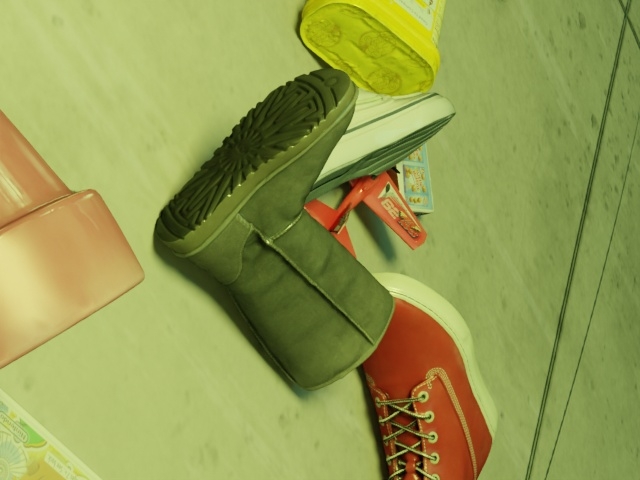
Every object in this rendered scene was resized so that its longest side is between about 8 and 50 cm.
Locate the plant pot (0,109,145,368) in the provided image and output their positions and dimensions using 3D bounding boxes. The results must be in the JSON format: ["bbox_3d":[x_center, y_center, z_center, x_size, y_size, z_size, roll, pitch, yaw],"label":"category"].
[{"bbox_3d":[-0.213,-0.008,0.726,0.180,0.201,0.201,60,32,-2],"label":"plant pot"}]

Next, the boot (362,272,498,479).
[{"bbox_3d":[0.074,0.157,1.256,0.244,0.088,0.176,59,38,-38],"label":"boot"}]

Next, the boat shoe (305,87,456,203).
[{"bbox_3d":[0.026,-0.094,1.222,0.076,0.083,0.226,54,38,8],"label":"boat shoe"}]

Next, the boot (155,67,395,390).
[{"bbox_3d":[0.000,-0.002,1.116,0.208,0.189,0.076,44,7,-36],"label":"boot"}]

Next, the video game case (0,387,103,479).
[{"bbox_3d":[-0.174,0.215,0.872,0.227,0.026,0.206,52,41,-40],"label":"video game case"}]

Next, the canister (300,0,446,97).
[{"bbox_3d":[0.055,-0.220,1.321,0.126,0.073,0.170,35,48,-26],"label":"canister"}]

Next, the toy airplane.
[{"bbox_3d":[0.031,-0.037,1.285,0.151,0.028,0.151,32,44,-37],"label":"toy airplane"}]

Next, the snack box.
[{"bbox_3d":[0.071,-0.112,1.385,0.064,0.022,0.178,3,79,-59],"label":"snack box"}]
